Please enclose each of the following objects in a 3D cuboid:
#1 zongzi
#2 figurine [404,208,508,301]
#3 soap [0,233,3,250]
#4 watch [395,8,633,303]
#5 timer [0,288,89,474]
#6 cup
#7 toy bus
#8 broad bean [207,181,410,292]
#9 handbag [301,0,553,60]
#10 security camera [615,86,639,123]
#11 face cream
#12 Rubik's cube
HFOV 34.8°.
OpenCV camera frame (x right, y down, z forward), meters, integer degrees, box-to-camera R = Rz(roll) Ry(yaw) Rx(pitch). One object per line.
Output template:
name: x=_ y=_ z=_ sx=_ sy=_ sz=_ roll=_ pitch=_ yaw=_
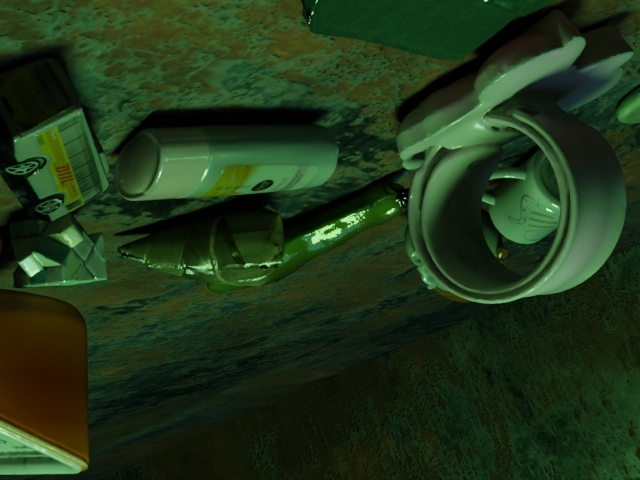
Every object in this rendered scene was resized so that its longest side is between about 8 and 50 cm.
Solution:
zongzi: x=-0.128 y=0.019 z=1.135 sx=0.176 sy=0.078 sz=0.160 roll=-9 pitch=166 yaw=-6
figurine: x=0.190 y=0.010 z=1.421 sx=0.143 sy=0.143 sz=0.271 roll=-22 pitch=168 yaw=8
soap: x=-0.306 y=-0.019 z=0.601 sx=0.220 sy=0.127 sz=0.325 roll=-17 pitch=167 yaw=-9
watch: x=0.205 y=-0.062 z=0.983 sx=0.248 sy=0.217 sz=0.211 roll=-30 pitch=163 yaw=38
timer: x=-0.372 y=0.123 z=0.913 sx=0.257 sy=0.161 sz=0.250 roll=-8 pitch=163 yaw=29
cup: x=0.281 y=-0.057 z=1.364 sx=0.136 sy=0.099 sz=0.133 roll=-16 pitch=167 yaw=-22
toy bus: x=-0.195 y=-0.067 z=0.728 sx=0.072 sy=0.057 sz=0.172 roll=-27 pitch=168 yaw=-11
broad bean: x=-0.003 y=-0.008 z=1.240 sx=0.325 sy=0.067 sz=0.075 roll=-27 pitch=-163 yaw=17
handbag: x=0.148 y=-0.220 z=0.561 sx=0.326 sy=0.089 sz=0.238 roll=-29 pitch=164 yaw=29
security camera: x=0.438 y=-0.177 z=1.183 sx=0.157 sy=0.080 sz=0.301 roll=-22 pitch=169 yaw=4
face cream: x=-0.076 y=-0.069 z=0.887 sx=0.198 sy=0.057 sz=0.084 roll=-9 pitch=162 yaw=-41
Rubik's cube: x=-0.240 y=0.005 z=0.922 sx=0.075 sy=0.073 sz=0.084 roll=-6 pitch=175 yaw=13
